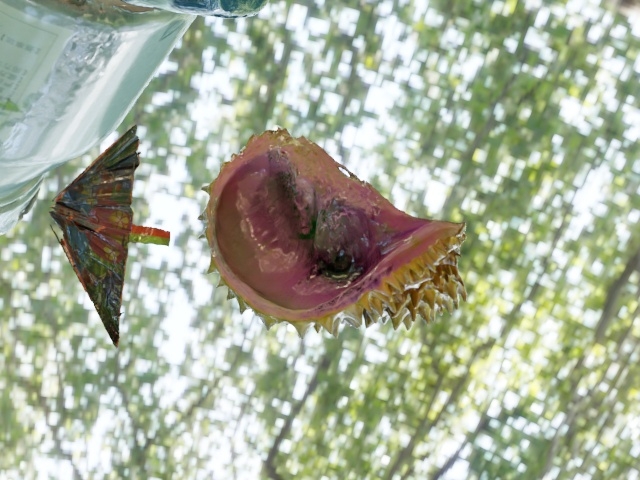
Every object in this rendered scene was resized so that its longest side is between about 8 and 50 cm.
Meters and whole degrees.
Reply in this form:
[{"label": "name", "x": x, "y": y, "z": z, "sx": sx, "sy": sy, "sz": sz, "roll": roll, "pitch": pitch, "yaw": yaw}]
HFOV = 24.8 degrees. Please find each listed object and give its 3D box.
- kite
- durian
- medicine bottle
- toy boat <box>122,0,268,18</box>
[{"label": "kite", "x": -0.224, "y": -0.005, "z": 1.542, "sx": 0.183, "sy": 0.241, "sz": 0.014, "roll": 9, "pitch": -171, "yaw": 36}, {"label": "durian", "x": -0.003, "y": 0.013, "z": 1.297, "sx": 0.186, "sy": 0.153, "sz": 0.260, "roll": -26, "pitch": -138, "yaw": -11}, {"label": "medicine bottle", "x": -0.235, "y": -0.153, "z": 1.032, "sx": 0.245, "sy": 0.290, "sz": 0.245, "roll": 20, "pitch": -135, "yaw": -22}, {"label": "toy boat", "x": -0.029, "y": -0.247, "z": 0.663, "sx": 0.062, "sy": 0.299, "sz": 0.096, "roll": 21, "pitch": -163, "yaw": 27}]
